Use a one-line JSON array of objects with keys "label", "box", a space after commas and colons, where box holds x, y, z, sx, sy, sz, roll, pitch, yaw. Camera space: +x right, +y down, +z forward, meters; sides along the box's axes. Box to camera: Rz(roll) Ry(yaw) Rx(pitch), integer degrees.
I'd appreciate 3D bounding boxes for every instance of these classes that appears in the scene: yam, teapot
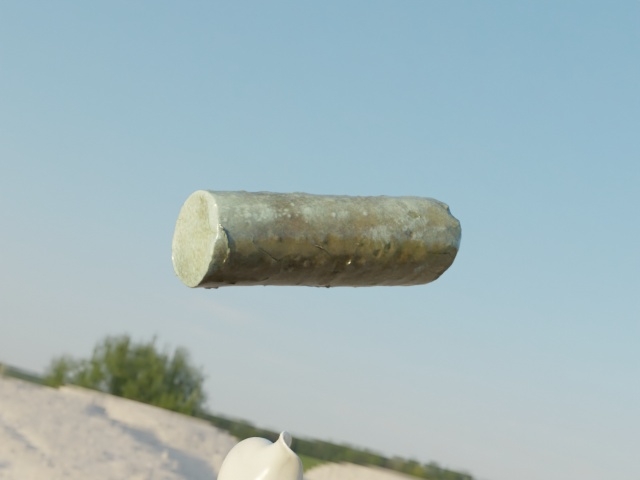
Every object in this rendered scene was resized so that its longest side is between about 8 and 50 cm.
[{"label": "yam", "box": [0.000, 0.000, 1.214, 0.259, 0.093, 0.093, 1, -2, -25]}, {"label": "teapot", "box": [-0.049, 0.267, 1.274, 0.092, 0.145, 0.226, -20, -38, -4]}]
